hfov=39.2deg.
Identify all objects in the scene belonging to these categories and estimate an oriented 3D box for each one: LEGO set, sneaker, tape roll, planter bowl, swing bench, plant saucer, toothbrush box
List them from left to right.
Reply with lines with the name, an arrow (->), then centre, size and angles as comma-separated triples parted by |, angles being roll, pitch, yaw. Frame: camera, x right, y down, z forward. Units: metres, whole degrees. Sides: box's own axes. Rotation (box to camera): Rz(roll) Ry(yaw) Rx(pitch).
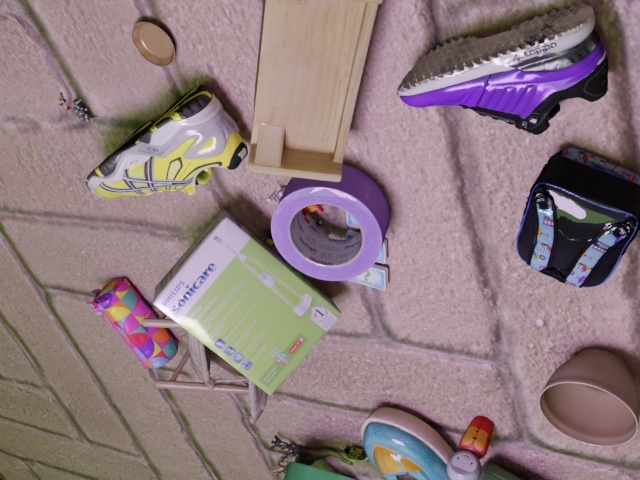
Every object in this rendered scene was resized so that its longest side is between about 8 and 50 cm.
LEGO set -> -0.462, -0.244, 1.690 | 0.083, 0.023, 0.054 | 16, 139, 21
plant saucer -> -0.271, -0.325, 1.475 | 0.083, 0.015, 0.083 | 20, 139, 18
sneaker -> -0.283, -0.131, 1.591 | 0.384, 0.145, 0.147 | -20, 118, 47
swing bench -> -0.220, 0.226, 1.918 | 0.254, 0.165, 0.253 | 17, 139, 12
toothbrush box -> -0.137, 0.113, 1.669 | 0.283, 0.206, 0.122 | 40, -178, -14
LEGO set -> 0.000, 0.000, 1.602 | 0.244, 0.060, 0.183 | 16, 135, 21
tape roll -> 0.018, -0.030, 1.498 | 0.188, 0.080, 0.189 | 8, 128, 11
tape roll -> 0.069, 0.592, 2.064 | 0.321, 0.077, 0.321 | 17, 164, 5
sneaker -> 0.085, 0.496, 2.091 | 0.035, 0.031, 0.083 | 47, 140, -16
sneaker -> 0.240, -0.196, 1.183 | 0.293, 0.102, 0.146 | -9, 127, 41
planter bowl -> 0.459, 0.251, 1.502 | 0.162, 0.109, 0.162 | 19, 140, 17

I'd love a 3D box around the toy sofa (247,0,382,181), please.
toy sofa -> -0.014, -0.267, 1.276 | 0.150, 0.177, 0.363 | 6, 140, -5

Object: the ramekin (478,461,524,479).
ramekin -> 0.330, 0.602, 1.827 | 0.148, 0.303, 0.303 | 33, 143, 12

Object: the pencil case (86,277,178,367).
pencil case -> -0.431, 0.193, 2.078 | 0.104, 0.104, 0.236 | -11, 125, 42

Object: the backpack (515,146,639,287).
backpack -> 0.363, -0.023, 1.269 | 0.158, 0.117, 0.173 | 22, 140, 14

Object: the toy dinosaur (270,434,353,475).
toy dinosaur -> -0.051, 0.525, 2.195 | 0.118, 0.064, 0.268 | 35, 144, -29

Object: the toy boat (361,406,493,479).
toy boat -> 0.221, 0.451, 1.853 | 0.267, 0.148, 0.318 | 45, 141, -14
